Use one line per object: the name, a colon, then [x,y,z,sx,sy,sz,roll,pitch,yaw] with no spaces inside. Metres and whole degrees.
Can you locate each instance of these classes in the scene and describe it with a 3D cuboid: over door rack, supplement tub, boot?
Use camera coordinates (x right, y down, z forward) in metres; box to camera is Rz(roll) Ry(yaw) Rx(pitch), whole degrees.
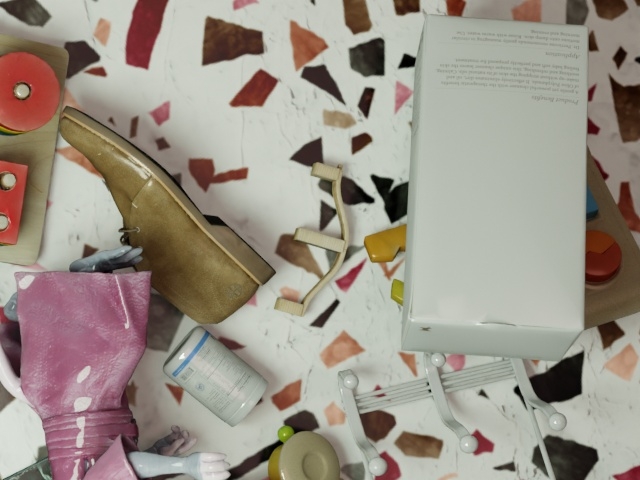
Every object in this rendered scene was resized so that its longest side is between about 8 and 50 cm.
over door rack: [0.173,0.281,1.942,0.240,0.108,0.324,-12,83,-11]
supplement tub: [-0.121,0.156,1.925,0.107,0.071,0.071,40,81,-8]
boot: [-0.198,-0.026,1.909,0.305,0.112,0.115,44,91,-8]

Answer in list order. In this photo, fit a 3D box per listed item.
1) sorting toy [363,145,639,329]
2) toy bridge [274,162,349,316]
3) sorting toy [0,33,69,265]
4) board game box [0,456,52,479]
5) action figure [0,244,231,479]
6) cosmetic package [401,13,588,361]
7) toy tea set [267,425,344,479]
sorting toy: [0.221,0.015,1.980,0.307,0.041,0.229,-17,69,-11]
toy bridge: [0.000,0.000,1.980,0.063,0.026,0.188,17,84,-12]
sorting toy: [-0.411,-0.117,1.843,0.257,0.089,0.255,10,84,-24]
board game box: [-0.337,0.328,1.897,0.186,0.026,0.126,-27,93,-11]
action figure: [-0.253,0.199,1.786,0.276,0.248,0.370,-3,74,-15]
cosmetic package: [0.197,-0.059,1.904,0.197,0.155,0.365,5,73,0]
toy tea set: [-0.041,0.393,1.927,0.200,0.124,0.336,-18,87,-41]
